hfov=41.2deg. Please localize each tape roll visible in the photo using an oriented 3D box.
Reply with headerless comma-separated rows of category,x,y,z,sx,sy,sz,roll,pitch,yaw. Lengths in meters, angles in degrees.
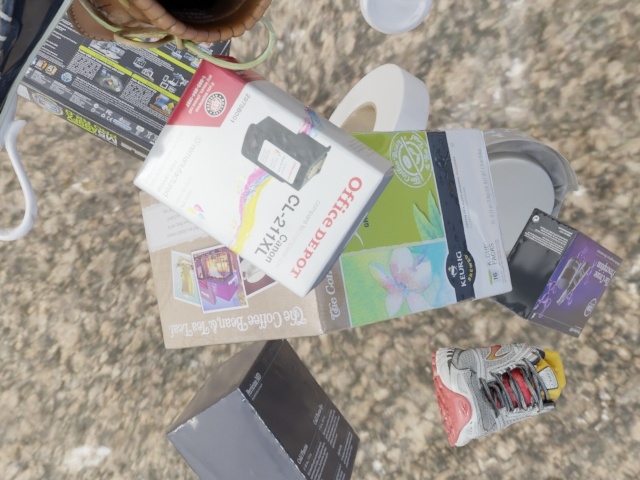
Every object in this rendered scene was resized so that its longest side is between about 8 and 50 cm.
tape roll,0.081,-0.180,1.764,0.072,0.392,0.392,27,95,-22

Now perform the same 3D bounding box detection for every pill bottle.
pill bottle,0.139,-0.562,1.820,0.153,0.264,0.153,-5,129,-6

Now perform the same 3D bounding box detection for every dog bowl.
dog bowl,0.379,-0.088,1.863,0.349,0.102,0.348,-4,125,-6

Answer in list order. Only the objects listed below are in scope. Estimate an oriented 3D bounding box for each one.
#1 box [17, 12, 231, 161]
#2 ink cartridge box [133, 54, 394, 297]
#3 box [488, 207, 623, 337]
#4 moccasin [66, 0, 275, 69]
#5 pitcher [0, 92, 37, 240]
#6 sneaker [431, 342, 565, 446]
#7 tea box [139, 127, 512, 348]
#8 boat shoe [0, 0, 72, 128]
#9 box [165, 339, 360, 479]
box,-0.296,-0.259,1.219,0.270,0.060,0.216,28,71,-3
ink cartridge box,-0.044,-0.055,0.714,0.175,0.072,0.127,34,104,4
box,0.442,0.068,1.591,0.103,0.261,0.184,36,100,37
moccasin,-0.092,-0.197,0.610,0.139,0.380,0.146,-15,96,-37
pitcher,-0.394,-0.112,0.962,0.178,0.125,0.207,14,88,-9
sneaker,0.169,0.130,0.795,0.093,0.225,0.088,-15,86,28
tea box,0.000,0.000,1.081,0.324,0.329,0.219,-9,88,-41
boat shoe,-0.253,-0.155,0.500,0.187,0.156,0.500,31,131,-8
box,-0.096,0.387,1.679,0.179,0.343,0.312,-34,95,15
